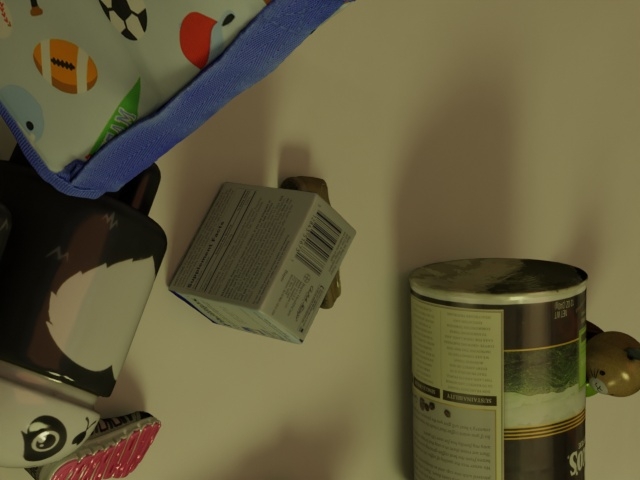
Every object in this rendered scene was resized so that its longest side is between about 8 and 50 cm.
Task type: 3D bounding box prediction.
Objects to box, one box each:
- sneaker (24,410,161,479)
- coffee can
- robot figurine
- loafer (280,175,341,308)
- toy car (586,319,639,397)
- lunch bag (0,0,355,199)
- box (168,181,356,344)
[{"bbox_3d":[-0.210,0.178,1.079,0.170,0.075,0.063,-13,133,-62],"label":"sneaker"},{"bbox_3d":[0.202,0.172,1.369,0.201,0.201,0.275,-11,104,-42],"label":"coffee can"},{"bbox_3d":[-0.225,0.044,0.966,0.209,0.173,0.278,27,77,-32],"label":"robot figurine"},{"bbox_3d":[0.000,0.000,1.253,0.050,0.056,0.148,-23,112,-32],"label":"loafer"},{"bbox_3d":[0.356,0.168,1.522,0.149,0.188,0.155,-46,124,-29],"label":"toy car"},{"bbox_3d":[-0.119,-0.258,0.835,0.239,0.328,0.385,2,66,-41],"label":"lunch bag"},{"bbox_3d":[-0.056,0.019,1.147,0.072,0.137,0.126,41,69,-40],"label":"box"}]
